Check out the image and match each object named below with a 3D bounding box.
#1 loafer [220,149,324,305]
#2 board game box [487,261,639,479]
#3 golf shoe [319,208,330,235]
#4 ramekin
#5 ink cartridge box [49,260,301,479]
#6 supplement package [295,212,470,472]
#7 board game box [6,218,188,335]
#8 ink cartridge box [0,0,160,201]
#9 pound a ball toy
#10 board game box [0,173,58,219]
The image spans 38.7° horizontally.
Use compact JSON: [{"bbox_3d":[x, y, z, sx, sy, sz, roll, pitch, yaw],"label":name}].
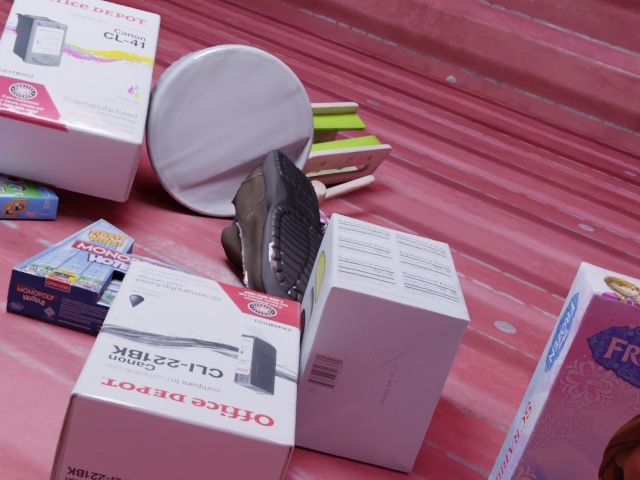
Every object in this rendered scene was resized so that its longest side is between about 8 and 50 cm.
[{"bbox_3d":[-0.067,0.010,1.283,0.134,0.130,0.366,43,19,-22],"label":"loafer"},{"bbox_3d":[0.323,0.211,0.797,0.319,0.317,0.066,16,23,0],"label":"board game box"},{"bbox_3d":[0.000,0.000,1.416,0.086,0.067,0.186,42,5,-28],"label":"golf shoe"},{"bbox_3d":[-0.155,-0.183,1.454,0.273,0.272,0.127,6,18,-25],"label":"ramekin"},{"bbox_3d":[-0.128,0.145,0.897,0.197,0.114,0.273,15,23,-6],"label":"ink cartridge box"},{"bbox_3d":[0.054,0.106,1.012,0.149,0.194,0.203,16,22,-5],"label":"supplement package"},{"bbox_3d":[-0.252,0.045,1.116,0.194,0.060,0.194,16,23,-3],"label":"board game box"},{"bbox_3d":[-0.367,-0.225,1.346,0.226,0.131,0.306,11,48,-15],"label":"ink cartridge box"},{"bbox_3d":[-0.001,-0.132,1.663,0.319,0.136,0.208,-14,63,-52],"label":"pound a ball toy"},{"bbox_3d":[-0.494,-0.081,1.268,0.212,0.039,0.160,0,28,-35],"label":"board game box"}]
